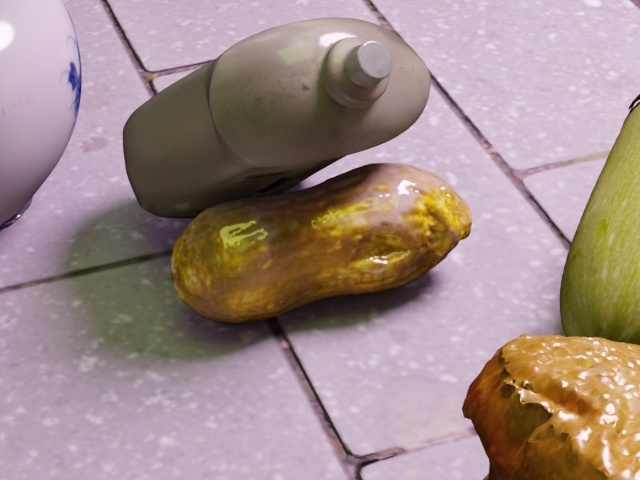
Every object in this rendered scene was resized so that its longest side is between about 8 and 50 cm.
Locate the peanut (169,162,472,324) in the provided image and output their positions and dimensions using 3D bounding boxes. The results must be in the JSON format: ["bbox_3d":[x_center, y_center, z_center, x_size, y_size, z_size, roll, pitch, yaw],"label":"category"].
[{"bbox_3d":[0.000,0.000,1.048,0.206,0.087,0.087,-14,37,-13],"label":"peanut"}]

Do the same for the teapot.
[{"bbox_3d":[-0.297,-0.139,1.091,0.252,0.280,0.424,-12,38,-11],"label":"teapot"}]

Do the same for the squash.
[{"bbox_3d":[0.226,0.009,0.994,0.132,0.132,0.247,11,40,17],"label":"squash"}]

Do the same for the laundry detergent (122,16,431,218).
[{"bbox_3d":[-0.022,-0.085,1.050,0.181,0.091,0.253,-11,-6,-30],"label":"laundry detergent"}]

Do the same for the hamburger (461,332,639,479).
[{"bbox_3d":[0.216,0.147,0.733,0.314,0.170,0.290,5,20,-11],"label":"hamburger"}]
